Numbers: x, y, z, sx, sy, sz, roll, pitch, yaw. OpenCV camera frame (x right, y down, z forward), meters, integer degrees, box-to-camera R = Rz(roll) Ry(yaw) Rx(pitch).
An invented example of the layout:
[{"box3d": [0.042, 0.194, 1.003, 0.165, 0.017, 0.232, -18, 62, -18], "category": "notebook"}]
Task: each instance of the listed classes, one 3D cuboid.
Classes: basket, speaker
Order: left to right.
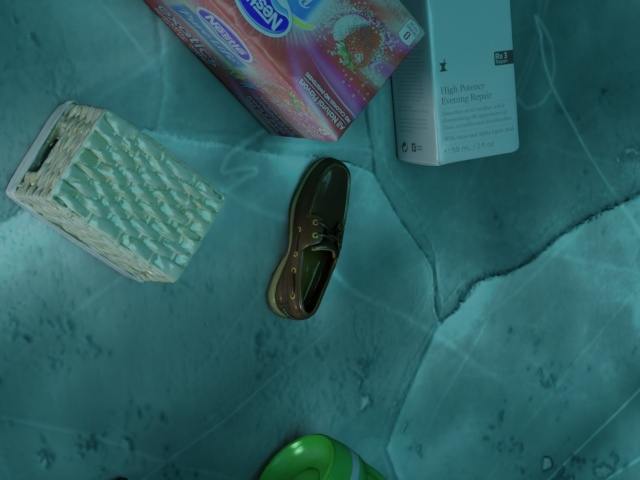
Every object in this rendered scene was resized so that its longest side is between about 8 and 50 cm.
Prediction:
[{"box3d": [-0.188, -0.042, 1.202, 0.167, 0.103, 0.113, 36, 77, -28], "category": "basket"}, {"box3d": [0.060, 0.340, 1.389, 0.131, 0.131, 0.296, -50, 117, -16], "category": "speaker"}]

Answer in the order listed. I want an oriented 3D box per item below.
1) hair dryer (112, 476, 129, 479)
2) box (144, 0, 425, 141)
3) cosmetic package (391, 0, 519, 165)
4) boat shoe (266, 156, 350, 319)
[{"box3d": [-0.169, 0.358, 1.170, 0.223, 0.293, 0.080, -48, 130, -21], "category": "hair dryer"}, {"box3d": [-0.066, -0.249, 1.226, 0.300, 0.142, 0.154, 46, 74, -27], "category": "box"}, {"box3d": [0.142, -0.205, 1.392, 0.117, 0.085, 0.231, -12, 104, -30], "category": "cosmetic package"}, {"box3d": [0.000, 0.000, 1.345, 0.064, 0.060, 0.178, 19, 86, -31], "category": "boat shoe"}]
